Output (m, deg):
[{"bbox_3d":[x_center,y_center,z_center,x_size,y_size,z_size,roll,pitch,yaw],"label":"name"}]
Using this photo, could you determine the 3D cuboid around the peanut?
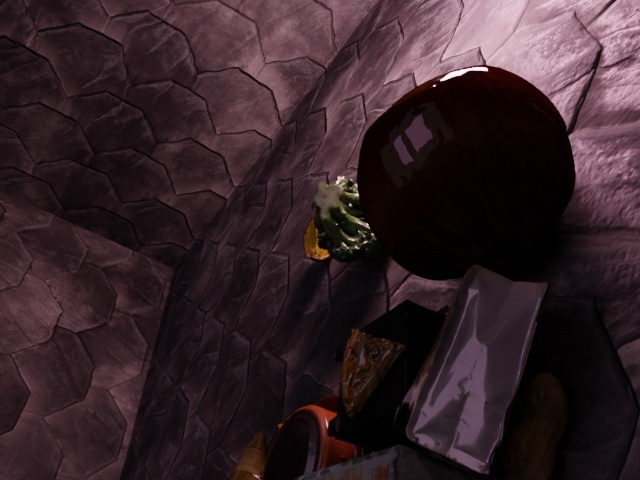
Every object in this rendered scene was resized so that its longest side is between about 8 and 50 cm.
[{"bbox_3d":[0.332,0.299,0.938,0.089,0.089,0.192,-11,55,62],"label":"peanut"}]

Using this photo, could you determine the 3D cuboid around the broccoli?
[{"bbox_3d":[0.082,-0.067,1.708,0.265,0.245,0.294,-33,57,18],"label":"broccoli"}]

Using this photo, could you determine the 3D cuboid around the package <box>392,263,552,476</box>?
[{"bbox_3d":[0.253,0.207,1.006,0.311,0.165,0.221,-66,-20,-11],"label":"package"}]

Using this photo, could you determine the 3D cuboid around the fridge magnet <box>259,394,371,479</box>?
[{"bbox_3d":[-0.014,0.519,1.344,0.363,0.155,0.363,-48,27,33],"label":"fridge magnet"}]

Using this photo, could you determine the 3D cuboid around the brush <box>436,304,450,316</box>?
[{"bbox_3d":[0.182,0.232,1.382,0.323,0.051,0.070,-41,33,41],"label":"brush"}]

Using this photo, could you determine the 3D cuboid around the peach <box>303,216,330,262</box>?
[{"bbox_3d":[0.006,0.001,1.973,0.127,0.092,0.172,-50,37,40],"label":"peach"}]

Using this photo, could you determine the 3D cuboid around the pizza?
[{"bbox_3d":[0.091,0.236,1.124,0.176,0.036,0.184,-33,37,50],"label":"pizza"}]

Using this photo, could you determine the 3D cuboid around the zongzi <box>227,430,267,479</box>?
[{"bbox_3d":[-0.154,0.643,1.564,0.286,0.134,0.288,-14,44,53],"label":"zongzi"}]

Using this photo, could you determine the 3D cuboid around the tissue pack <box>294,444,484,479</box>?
[{"bbox_3d":[0.115,0.465,1.033,0.311,0.228,0.128,-40,30,44],"label":"tissue pack"}]

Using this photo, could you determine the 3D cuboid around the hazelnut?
[{"bbox_3d":[0.268,-0.137,1.198,0.429,0.402,0.402,-34,34,29],"label":"hazelnut"}]

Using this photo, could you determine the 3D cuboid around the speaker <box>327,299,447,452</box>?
[{"bbox_3d":[0.161,0.290,1.197,0.254,0.184,0.232,-43,30,44],"label":"speaker"}]
